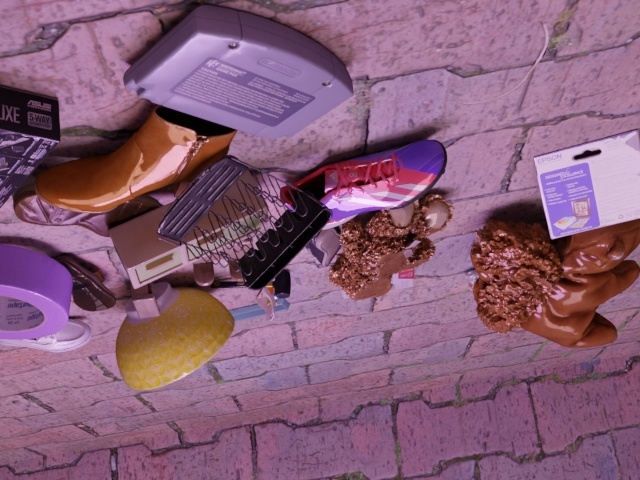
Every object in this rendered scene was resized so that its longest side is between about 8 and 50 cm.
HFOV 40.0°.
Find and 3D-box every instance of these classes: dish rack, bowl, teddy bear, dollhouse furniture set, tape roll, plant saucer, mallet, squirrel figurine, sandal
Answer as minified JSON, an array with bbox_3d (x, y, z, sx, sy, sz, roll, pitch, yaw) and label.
[{"bbox_3d":[-0.131,-0.031,1.481,0.208,0.074,0.271,-47,145,15],"label":"dish rack"},{"bbox_3d":[-0.357,0.187,2.003,0.289,0.289,0.156,-18,113,20],"label":"bowl"},{"bbox_3d":[0.143,-0.002,1.880,0.245,0.113,0.338,-14,152,-17],"label":"teddy bear"},{"bbox_3d":[-0.250,0.047,1.738,0.242,0.161,0.212,-7,158,-6],"label":"dollhouse furniture set"},{"bbox_3d":[-0.640,0.107,1.758,0.275,0.090,0.275,-1,151,0],"label":"tape roll"},{"bbox_3d":[-0.178,0.187,2.302,0.192,0.018,0.067,-14,158,9],"label":"plant saucer"},{"bbox_3d":[-0.162,0.112,2.066,0.189,0.062,0.039,-7,157,-6],"label":"mallet"},{"bbox_3d":[0.535,0.057,1.966,0.397,0.281,0.370,-6,151,-16],"label":"squirrel figurine"},{"bbox_3d":[-0.504,0.085,1.874,0.090,0.060,0.219,-12,143,16],"label":"sandal"}]

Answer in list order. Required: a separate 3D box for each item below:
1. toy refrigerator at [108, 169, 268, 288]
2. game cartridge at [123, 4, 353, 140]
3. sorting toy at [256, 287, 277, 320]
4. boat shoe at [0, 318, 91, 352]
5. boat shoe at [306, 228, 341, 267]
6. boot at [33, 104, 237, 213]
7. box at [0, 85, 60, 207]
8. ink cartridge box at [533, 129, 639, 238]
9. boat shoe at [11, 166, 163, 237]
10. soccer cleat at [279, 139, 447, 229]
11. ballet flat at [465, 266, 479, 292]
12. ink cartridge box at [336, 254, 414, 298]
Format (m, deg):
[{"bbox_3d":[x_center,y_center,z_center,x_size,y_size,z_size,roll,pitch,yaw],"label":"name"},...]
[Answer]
[{"bbox_3d":[-0.229,-0.017,1.572,0.269,0.094,0.102,-24,161,-15],"label":"toy refrigerator"},{"bbox_3d":[-0.103,-0.235,1.261,0.297,0.062,0.198,13,144,-44],"label":"game cartridge"},{"bbox_3d":[-0.125,0.156,2.171,0.045,0.075,0.083,-2,157,-19],"label":"sorting toy"},{"bbox_3d":[-0.661,0.222,2.095,0.226,0.083,0.076,-2,158,-17],"label":"boat shoe"},{"bbox_3d":[0.000,0.000,1.894,0.065,0.075,0.206,31,170,15],"label":"boat shoe"},{"bbox_3d":[-0.288,-0.140,1.374,0.295,0.104,0.211,-5,153,-25],"label":"boot"},{"bbox_3d":[-0.560,-0.128,1.296,0.242,0.076,0.307,9,151,-38],"label":"box"},{"bbox_3d":[0.544,-0.117,1.764,0.206,0.045,0.208,-14,123,12],"label":"ink cartridge box"},{"bbox_3d":[-0.392,-0.074,1.508,0.285,0.089,0.104,12,133,-48],"label":"boat shoe"},{"bbox_3d":[0.075,-0.106,1.585,0.318,0.109,0.116,-20,152,30],"label":"soccer cleat"},{"bbox_3d":[0.447,0.134,2.355,0.091,0.077,0.241,-22,156,25],"label":"ballet flat"},{"bbox_3d":[0.129,0.072,2.076,0.175,0.072,0.127,-10,158,0],"label":"ink cartridge box"}]
